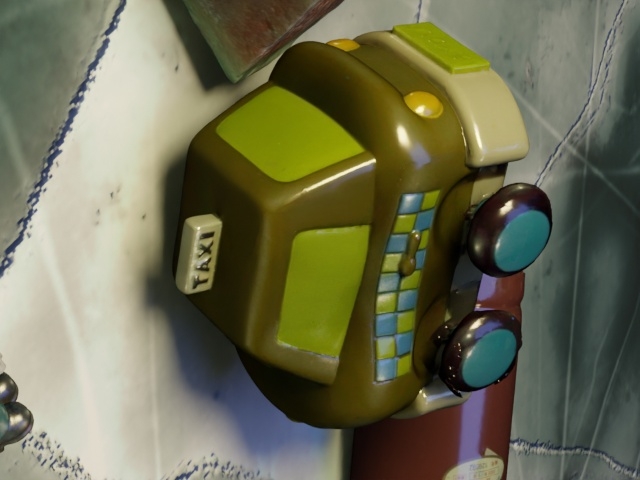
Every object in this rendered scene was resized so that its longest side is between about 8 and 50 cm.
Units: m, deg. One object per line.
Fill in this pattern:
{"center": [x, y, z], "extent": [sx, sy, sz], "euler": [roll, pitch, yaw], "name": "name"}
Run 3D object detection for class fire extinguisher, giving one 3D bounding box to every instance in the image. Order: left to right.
{"center": [0.086, 0.177, 1.319], "extent": [0.114, 0.135, 0.337], "euler": [-44, 140, -82], "name": "fire extinguisher"}

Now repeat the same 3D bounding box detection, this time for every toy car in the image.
{"center": [0.000, 0.000, 1.114], "extent": [0.198, 0.204, 0.248], "euler": [-12, 126, -33], "name": "toy car"}

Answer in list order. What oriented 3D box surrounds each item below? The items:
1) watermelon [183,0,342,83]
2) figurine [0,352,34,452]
{"center": [0.015, -0.215, 1.068], "extent": [0.213, 0.201, 0.262], "euler": [-45, 139, -25], "name": "watermelon"}
{"center": [-0.203, 0.066, 0.938], "extent": [0.079, 0.077, 0.136], "euler": [-28, 144, -11], "name": "figurine"}
